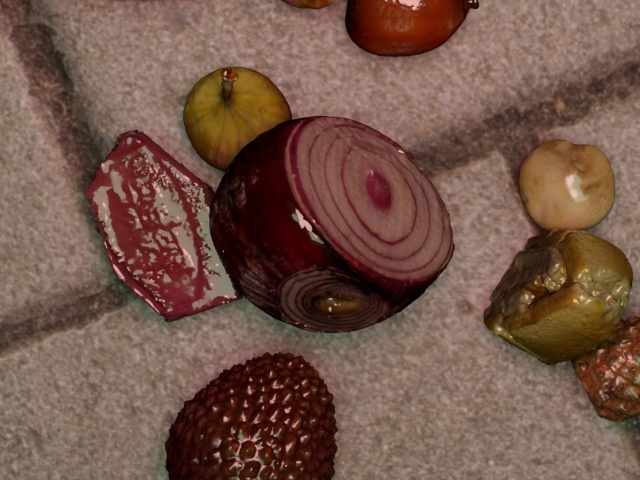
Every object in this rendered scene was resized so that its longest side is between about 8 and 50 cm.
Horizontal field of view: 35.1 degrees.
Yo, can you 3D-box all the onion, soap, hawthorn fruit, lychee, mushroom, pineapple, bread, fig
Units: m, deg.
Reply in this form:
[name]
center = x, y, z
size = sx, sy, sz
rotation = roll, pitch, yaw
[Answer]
[onion]
center = 0.000, 0.000, 1.420
size = 0.260, 0.336, 0.282
rotation = -39, 47, 38
[soap]
center = -0.236, -0.027, 1.509
size = 0.182, 0.112, 0.289
rotation = -18, 92, 0
[hawthorn fruit]
center = 0.131, -0.340, 1.442
size = 0.188, 0.169, 0.169
rotation = 8, 94, 12
[lychee]
center = -0.085, 0.289, 1.467
size = 0.271, 0.271, 0.271
rotation = 0, 94, 2
[mushroom]
center = 0.359, -0.079, 1.480
size = 0.112, 0.148, 0.148
rotation = -12, 94, -37
[pineapple]
center = 0.522, 0.144, 1.465
size = 0.310, 0.170, 0.141
rotation = -27, 98, 12
[bread]
center = 0.337, 0.070, 1.430
size = 0.124, 0.257, 0.186
rotation = 26, 74, -8
[fig]
center = -0.125, -0.202, 1.449
size = 0.160, 0.231, 0.143
rotation = 6, 54, 7

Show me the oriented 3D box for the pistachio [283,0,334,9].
[pistachio]
center = -0.031, -0.433, 1.457
size = 0.143, 0.144, 0.215
rotation = -21, 85, 3
